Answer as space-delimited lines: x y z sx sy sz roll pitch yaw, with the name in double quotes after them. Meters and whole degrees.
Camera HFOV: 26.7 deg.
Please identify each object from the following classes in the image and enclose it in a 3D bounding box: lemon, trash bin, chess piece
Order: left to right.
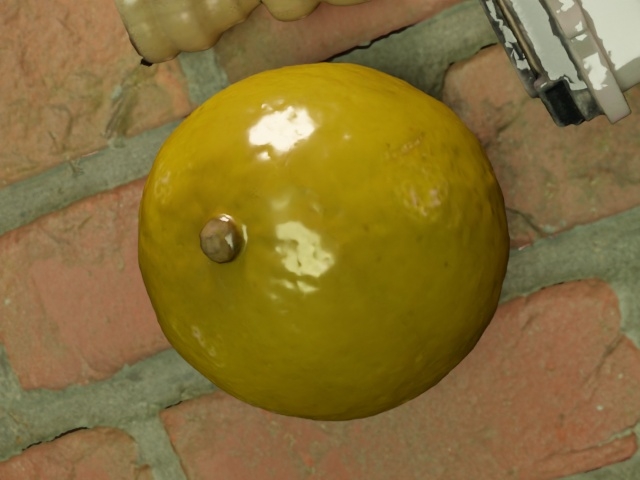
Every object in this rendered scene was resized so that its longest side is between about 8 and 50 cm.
-0.056 -0.256 1.266 0.261 0.143 0.142 -9 102 11 "chess piece"
0.000 0.000 1.203 0.348 0.348 0.347 4 106 15 "lemon"
0.290 -0.294 1.095 0.368 0.256 0.296 -27 94 15 "trash bin"
